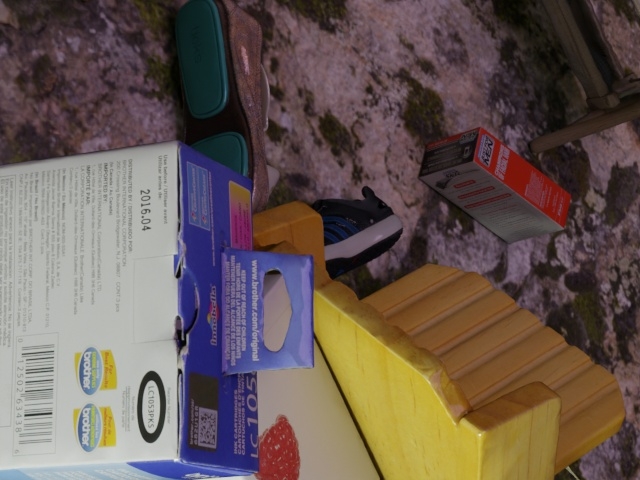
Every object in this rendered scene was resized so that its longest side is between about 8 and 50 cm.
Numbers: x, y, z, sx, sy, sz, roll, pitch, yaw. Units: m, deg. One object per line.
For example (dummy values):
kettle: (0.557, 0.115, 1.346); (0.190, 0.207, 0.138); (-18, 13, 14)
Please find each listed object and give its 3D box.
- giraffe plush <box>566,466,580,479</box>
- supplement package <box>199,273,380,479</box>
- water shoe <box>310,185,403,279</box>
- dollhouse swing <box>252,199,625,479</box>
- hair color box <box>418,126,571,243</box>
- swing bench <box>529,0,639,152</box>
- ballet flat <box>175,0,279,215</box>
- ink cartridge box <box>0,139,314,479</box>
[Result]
giraffe plush: (0.162, 0.260, 2.026); (0.170, 0.210, 0.181); (-41, 127, -6)
supplement package: (-0.085, 0.204, 1.744); (0.177, 0.175, 0.293); (-49, 123, -44)
water shoe: (0.000, 0.000, 2.004); (0.203, 0.073, 0.080); (-21, 67, -43)
dollhouse swing: (0.135, 0.088, 1.841); (0.305, 0.347, 0.315); (-36, 147, -25)
hair color box: (0.210, -0.065, 2.180); (0.167, 0.093, 0.053); (33, 58, -33)
swing bench: (0.348, -0.271, 2.247); (0.165, 0.254, 0.253); (-31, 101, -42)
ballet flat: (-0.090, -0.106, 1.915); (0.106, 0.107, 0.316); (18, 67, -53)
ink cartridge box: (-0.203, 0.073, 1.549); (0.151, 0.395, 0.270); (24, 63, -62)
